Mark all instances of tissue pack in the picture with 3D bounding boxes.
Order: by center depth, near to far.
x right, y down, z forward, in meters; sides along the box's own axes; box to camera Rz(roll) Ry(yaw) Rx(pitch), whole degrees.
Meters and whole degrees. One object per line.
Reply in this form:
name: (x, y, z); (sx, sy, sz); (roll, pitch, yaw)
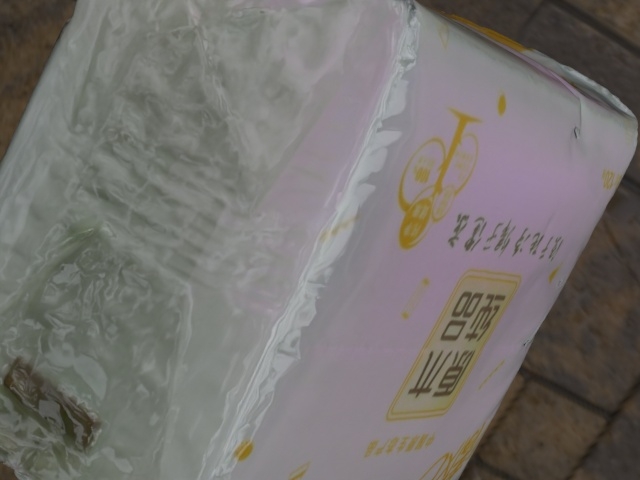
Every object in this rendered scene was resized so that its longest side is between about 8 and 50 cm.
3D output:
tissue pack: (0.000, 0.000, 0.517); (0.124, 0.225, 0.185); (33, 101, 25)
